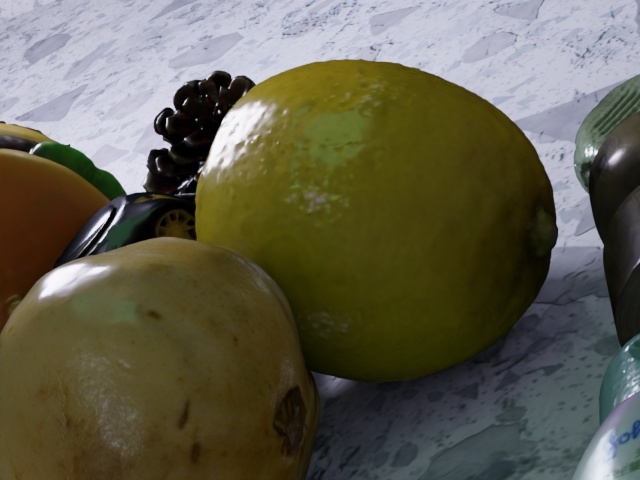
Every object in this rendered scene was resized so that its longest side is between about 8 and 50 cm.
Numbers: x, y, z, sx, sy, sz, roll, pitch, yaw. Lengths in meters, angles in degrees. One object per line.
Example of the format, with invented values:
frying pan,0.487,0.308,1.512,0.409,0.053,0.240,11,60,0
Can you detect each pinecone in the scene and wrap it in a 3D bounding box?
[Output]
pinecone,-0.124,-0.107,2.055,0.246,0.292,0.246,-3,65,6

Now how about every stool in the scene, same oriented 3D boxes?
stool,0.349,0.003,1.464,0.179,0.179,0.264,-21,25,14

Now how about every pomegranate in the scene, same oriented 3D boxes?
pomegranate,-0.159,0.156,1.459,0.332,0.333,0.332,-23,25,11

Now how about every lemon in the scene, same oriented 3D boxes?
lemon,0.076,-0.017,1.613,0.364,0.364,0.364,-23,25,11

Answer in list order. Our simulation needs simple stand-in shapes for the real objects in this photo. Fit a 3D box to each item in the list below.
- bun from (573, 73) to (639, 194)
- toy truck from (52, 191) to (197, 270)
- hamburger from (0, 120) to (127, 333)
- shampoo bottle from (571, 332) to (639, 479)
bun,0.381,-0.101,1.726,0.221,0.108,0.221,-15,30,9
toy truck,-0.220,0.140,1.710,0.405,0.254,0.180,-53,22,-21
hamburger,-0.399,0.042,1.895,0.395,0.396,0.277,-30,20,-5
shampoo bottle,0.283,0.194,1.192,0.221,0.151,0.349,-21,24,21
